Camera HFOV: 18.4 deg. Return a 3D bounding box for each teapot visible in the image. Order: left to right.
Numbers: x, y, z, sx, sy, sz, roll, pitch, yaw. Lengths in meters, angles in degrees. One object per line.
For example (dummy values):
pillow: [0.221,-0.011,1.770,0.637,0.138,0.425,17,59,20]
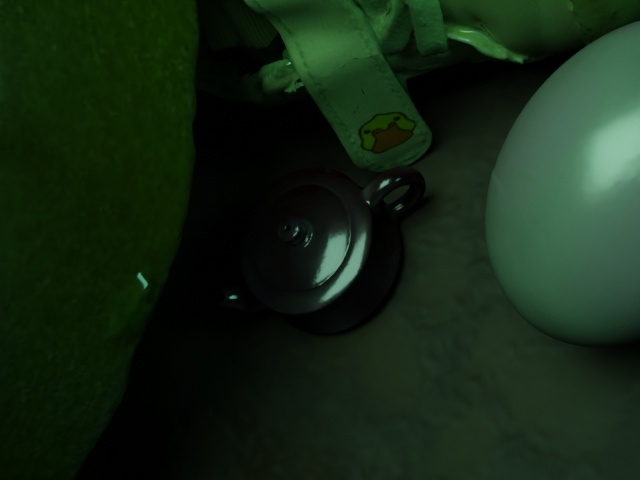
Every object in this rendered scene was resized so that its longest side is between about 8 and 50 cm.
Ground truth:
teapot: [0.000,0.000,0.822,0.100,0.045,0.068,-37,58,13]

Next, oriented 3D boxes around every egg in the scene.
egg: [0.119,-0.022,0.727,0.135,0.103,0.103,-48,55,6]

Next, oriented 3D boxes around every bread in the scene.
bread: [-0.207,-0.038,0.845,0.382,0.129,0.366,-26,68,42]

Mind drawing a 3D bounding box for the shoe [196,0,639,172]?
shoe: [0.016,-0.111,0.813,0.262,0.140,0.128,16,69,39]
